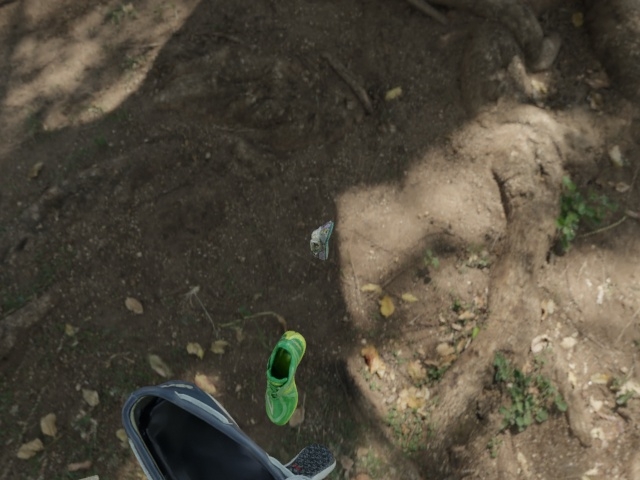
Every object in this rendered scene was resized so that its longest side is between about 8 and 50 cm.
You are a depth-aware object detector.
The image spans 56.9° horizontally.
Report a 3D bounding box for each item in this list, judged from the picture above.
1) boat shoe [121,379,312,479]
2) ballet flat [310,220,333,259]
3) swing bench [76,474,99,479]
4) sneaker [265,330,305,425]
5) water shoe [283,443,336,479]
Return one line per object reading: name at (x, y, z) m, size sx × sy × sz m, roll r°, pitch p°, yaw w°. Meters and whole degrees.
boat shoe at (-0.041, 0.194, 0.406) m, size 0.095 × 0.079 × 0.254 m, roll -41°, pitch 73°, yaw -8°
ballet flat at (0.000, 0.000, 1.162) m, size 0.041 × 0.114 × 0.041 m, roll 3°, pitch 54°, yaw -4°
swing bench at (-0.662, 0.737, 1.421) m, size 0.255 × 0.165 × 0.253 m, roll 11°, pitch 47°, yaw -51°
sneaker at (-0.125, 0.417, 1.770) m, size 0.109 × 0.295 × 0.123 m, roll 14°, pitch 13°, yaw 23°
water shoe at (-0.053, 0.390, 0.910) m, size 0.203 × 0.080 × 0.073 m, roll -11°, pitch 35°, yaw -45°
